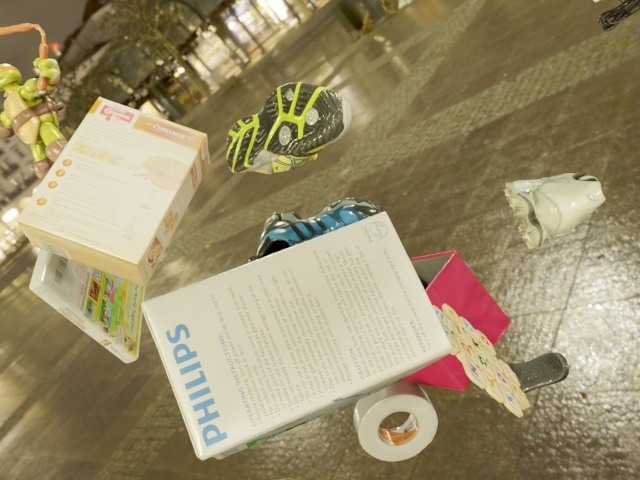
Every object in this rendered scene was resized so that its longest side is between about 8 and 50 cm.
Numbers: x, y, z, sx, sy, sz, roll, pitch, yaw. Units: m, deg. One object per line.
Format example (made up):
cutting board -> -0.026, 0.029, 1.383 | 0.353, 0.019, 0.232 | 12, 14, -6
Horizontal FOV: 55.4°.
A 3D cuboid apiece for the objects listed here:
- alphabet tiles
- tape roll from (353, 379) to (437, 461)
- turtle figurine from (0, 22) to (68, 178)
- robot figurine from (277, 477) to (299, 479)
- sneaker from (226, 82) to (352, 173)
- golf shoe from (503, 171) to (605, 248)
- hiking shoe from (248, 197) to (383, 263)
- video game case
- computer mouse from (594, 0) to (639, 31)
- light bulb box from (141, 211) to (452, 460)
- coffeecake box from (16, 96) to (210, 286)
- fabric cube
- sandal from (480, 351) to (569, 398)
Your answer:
alphabet tiles -> 0.347, 0.258, 1.341 | 0.021, 0.284, 0.278 | -46, 19, 19
tape roll -> 0.202, 0.488, 1.649 | 0.219, 0.219, 0.072 | -39, 21, 7
turtle figurine -> -0.400, -0.152, 0.840 | 0.270, 0.217, 0.087 | -26, 4, 32
robot figurine -> -0.060, 0.360, 0.821 | 0.101, 0.115, 0.067 | 0, 82, 46
sneaker -> -0.052, -0.228, 1.272 | 0.147, 0.145, 0.385 | 1, -4, -36
golf shoe -> 0.234, -0.036, 0.609 | 0.086, 0.069, 0.176 | -23, 6, 15
hiking shoe -> 0.000, 0.000, 1.296 | 0.304, 0.113, 0.132 | -11, 39, 32
video game case -> -0.339, 0.043, 0.927 | 0.026, 0.206, 0.227 | -23, 43, 11
computer mouse -> 0.495, -0.457, 1.071 | 0.106, 0.042, 0.193 | -36, 50, 20
light bulb box -> -0.043, 0.168, 0.958 | 0.361, 0.225, 0.358 | -21, -16, -12
coffeecake box -> -0.233, -0.060, 0.714 | 0.068, 0.143, 0.185 | 104, -173, -63
fabric cube -> 0.292, 0.216, 1.634 | 0.259, 0.258, 0.254 | -47, 16, -26
sandal -> 0.510, 0.346, 1.537 | 0.255, 0.055, 0.097 | -23, 65, 44
